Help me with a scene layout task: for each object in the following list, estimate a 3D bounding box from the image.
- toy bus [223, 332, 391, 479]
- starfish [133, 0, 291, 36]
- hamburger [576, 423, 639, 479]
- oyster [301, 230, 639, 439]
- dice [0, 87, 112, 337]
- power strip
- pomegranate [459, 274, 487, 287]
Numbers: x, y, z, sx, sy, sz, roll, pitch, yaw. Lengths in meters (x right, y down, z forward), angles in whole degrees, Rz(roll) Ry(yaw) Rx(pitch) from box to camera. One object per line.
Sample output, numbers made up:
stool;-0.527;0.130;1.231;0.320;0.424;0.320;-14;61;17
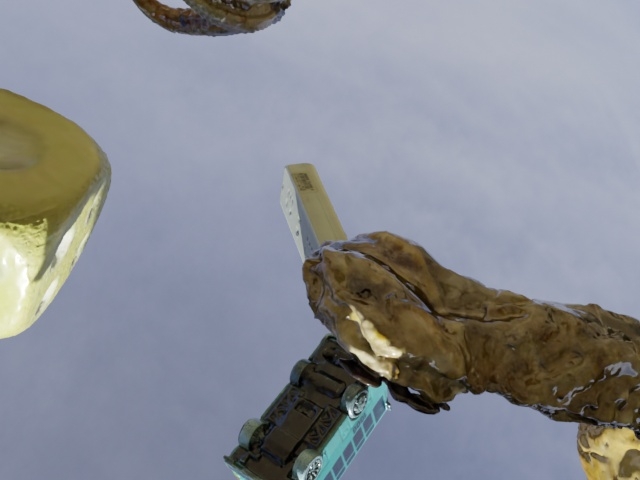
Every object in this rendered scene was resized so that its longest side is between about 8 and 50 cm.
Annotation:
toy bus;-0.007;0.279;0.945;0.128;0.147;0.256;21;-128;32
starfish;-0.030;-0.198;0.361;0.074;0.190;0.146;30;-174;-31
hamburger;0.405;0.178;0.606;0.162;0.330;0.209;-4;-93;-20
oyster;0.144;0.060;0.411;0.345;0.078;0.128;17;-157;-24
dice;-0.308;-0.026;0.580;0.169;0.169;0.166;27;-143;-10
power strip;0.000;0.000;1.061;0.058;0.098;0.338;-7;-131;-20
pomegranate;0.207;0.141;1.160;0.248;0.214;0.214;40;-135;-2
